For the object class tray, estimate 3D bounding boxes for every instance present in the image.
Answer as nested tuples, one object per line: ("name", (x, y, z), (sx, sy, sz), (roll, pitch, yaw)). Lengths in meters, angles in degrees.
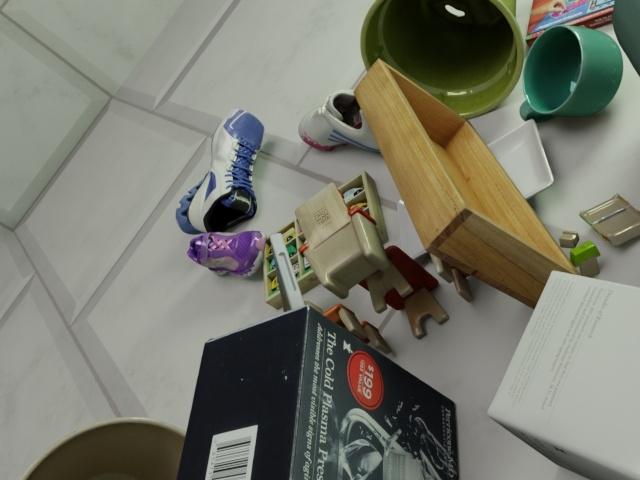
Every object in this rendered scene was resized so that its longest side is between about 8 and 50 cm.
("tray", (0.238, -0.069, 1.037), (0.270, 0.030, 0.145), (-32, 41, 32))
("tray", (0.179, -0.093, 0.901), (0.076, 0.203, 0.411), (-49, 30, 25))

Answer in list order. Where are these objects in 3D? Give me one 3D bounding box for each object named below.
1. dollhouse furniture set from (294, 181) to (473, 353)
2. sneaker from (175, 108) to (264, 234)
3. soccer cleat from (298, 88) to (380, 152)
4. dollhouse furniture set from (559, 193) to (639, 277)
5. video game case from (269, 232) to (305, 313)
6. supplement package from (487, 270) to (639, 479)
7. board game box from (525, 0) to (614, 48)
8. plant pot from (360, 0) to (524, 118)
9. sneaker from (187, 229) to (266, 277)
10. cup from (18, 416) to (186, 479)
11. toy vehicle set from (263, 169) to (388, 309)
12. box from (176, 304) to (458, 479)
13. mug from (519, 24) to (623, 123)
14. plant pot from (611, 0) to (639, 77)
("dollhouse furniture set", (0.083, 0.038, 0.936), (0.262, 0.259, 0.135), (-36, 49, 15))
("sneaker", (-0.195, -0.135, 1.508), (0.182, 0.127, 0.315), (22, 84, 49))
("soccer cleat", (0.041, -0.255, 1.322), (0.331, 0.143, 0.116), (16, 73, 52))
("dollhouse furniture set", (0.355, 0.007, 0.869), (0.152, 0.058, 0.076), (-26, 32, 2))
("video game case", (-0.041, 0.127, 1.056), (0.023, 0.212, 0.193), (-13, 40, -7))
("supplement package", (0.347, 0.166, 0.614), (0.293, 0.177, 0.175), (12, 69, 51))
("board game box", (0.485, -0.420, 1.085), (0.281, 0.027, 0.145), (-9, 53, 43))
("plant pot", (0.239, -0.400, 1.167), (0.276, 0.276, 0.254), (-14, 39, 40))
("sneaker", (-0.201, 0.019, 1.356), (0.236, 0.105, 0.095), (-10, 60, 53))
("cup", (-0.318, 0.449, 1.016), (0.237, 0.331, 0.331), (-37, 30, 62))
("toy vehicle set", (0.000, 0.000, 1.243), (0.267, 0.035, 0.166), (-34, 40, 23))
("box", (0.008, 0.304, 0.747), (0.179, 0.312, 0.343), (-23, 46, 33))
("mug", (0.376, -0.248, 0.985), (0.158, 0.097, 0.129), (-175, 86, -70))
("plant pot", (0.492, -0.219, 0.686), (0.341, 0.341, 0.334), (-33, 32, 24))
